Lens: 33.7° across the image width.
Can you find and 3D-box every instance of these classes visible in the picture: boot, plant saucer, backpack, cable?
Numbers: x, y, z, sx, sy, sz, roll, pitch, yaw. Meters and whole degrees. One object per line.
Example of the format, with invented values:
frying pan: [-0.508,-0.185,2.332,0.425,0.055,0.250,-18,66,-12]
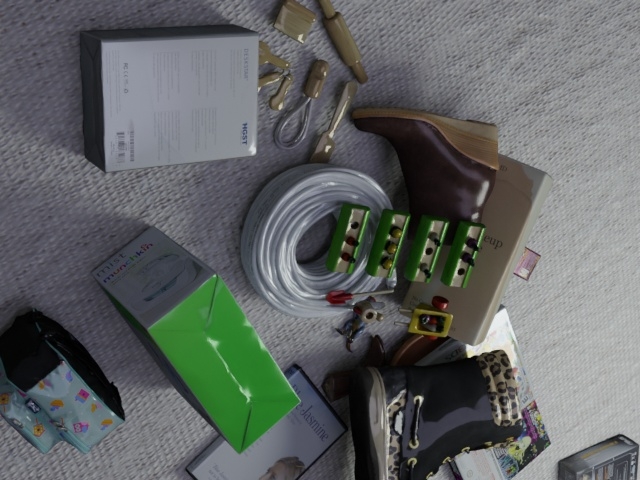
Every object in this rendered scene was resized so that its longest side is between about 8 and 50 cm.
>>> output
boot: [0.203,0.370,1.838,0.284,0.138,0.378,-11,105,-15]
plant saucer: [0.193,0.246,1.916,0.200,0.037,0.200,-11,113,-28]
backpack: [-0.367,0.211,1.467,0.144,0.166,0.188,-48,122,-7]
cable: [0.000,0.000,1.663,0.257,0.089,0.257,-8,115,-26]
boot: [0.057,0.222,1.824,0.114,0.037,0.106,-10,110,-24]
boot: [0.158,-0.101,1.682,0.248,0.090,0.207,10,97,-6]

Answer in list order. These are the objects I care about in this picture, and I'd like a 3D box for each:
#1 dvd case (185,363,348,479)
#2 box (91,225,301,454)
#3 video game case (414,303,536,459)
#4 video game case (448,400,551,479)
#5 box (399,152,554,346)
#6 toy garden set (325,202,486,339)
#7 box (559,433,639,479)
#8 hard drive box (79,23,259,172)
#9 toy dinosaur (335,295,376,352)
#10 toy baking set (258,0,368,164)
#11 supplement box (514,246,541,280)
dvd case: [-0.084,0.352,1.788,0.253,0.022,0.180,-43,124,-12]
box: [-0.178,0.136,1.519,0.126,0.231,0.262,-39,124,-15]
video game case: [0.288,0.260,1.938,0.206,0.026,0.227,-33,120,-18]
video game case: [0.334,0.372,2.048,0.210,0.042,0.232,-36,122,-16]
box: [0.265,0.007,1.786,0.311,0.148,0.121,-69,164,6]
toy garden set: [0.127,0.058,1.651,0.244,0.049,0.204,7,113,-21]
box: [0.595,0.552,2.272,0.183,0.056,0.231,-16,115,-26]
hard drive box: [-0.206,-0.200,1.466,0.232,0.089,0.181,-8,112,-29]
toy dinosaur: [0.065,0.134,1.806,0.082,0.047,0.090,-43,158,-22]
toy baking set: [-0.019,-0.245,1.609,0.196,0.030,0.256,-42,125,-10]
supplement box: [0.354,0.031,1.935,0.083,0.043,0.055,28,91,-35]
